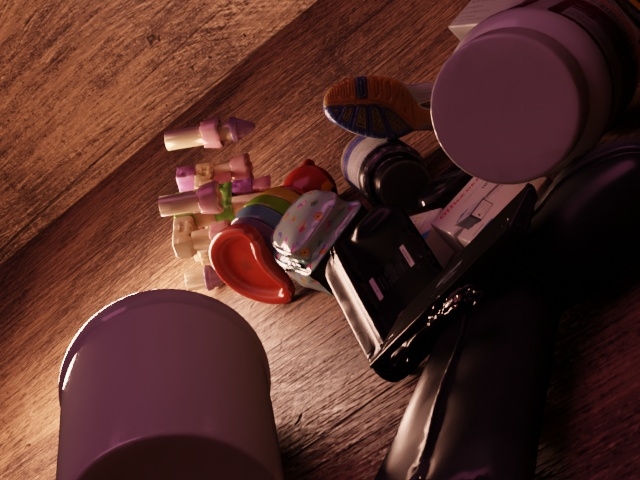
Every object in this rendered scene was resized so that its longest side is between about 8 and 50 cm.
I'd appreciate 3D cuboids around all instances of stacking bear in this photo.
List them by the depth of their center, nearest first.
[{"bbox_3d":[-0.066,-0.035,2.295,0.164,0.175,0.289,-10,31,46],"label":"stacking bear"}]

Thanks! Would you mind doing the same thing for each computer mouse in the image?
[{"bbox_3d":[0.281,-0.126,1.927,0.262,0.060,0.184,-43,13,-28],"label":"computer mouse"}]

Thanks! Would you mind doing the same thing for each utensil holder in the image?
[{"bbox_3d":[-0.216,0.295,1.723,0.327,0.327,0.385,-42,22,10],"label":"utensil holder"}]

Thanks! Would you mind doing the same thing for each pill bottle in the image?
[{"bbox_3d":[0.295,-0.210,1.644,0.224,0.224,0.392,-34,1,28],"label":"pill bottle"},{"bbox_3d":[0.117,-0.118,2.128,0.123,0.123,0.219,-45,21,2],"label":"pill bottle"}]

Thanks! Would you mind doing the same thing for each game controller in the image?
[{"bbox_3d":[0.103,0.069,1.807,0.166,0.067,0.319,-41,35,10],"label":"game controller"}]

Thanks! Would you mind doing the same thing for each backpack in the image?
[{"bbox_3d":[0.000,0.000,2.110,0.166,0.144,0.188,-57,20,-13],"label":"backpack"}]

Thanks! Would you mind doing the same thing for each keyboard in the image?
[{"bbox_3d":[0.156,0.071,1.494,0.317,0.033,0.201,-51,2,42],"label":"keyboard"}]

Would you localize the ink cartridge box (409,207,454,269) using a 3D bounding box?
[{"bbox_3d":[0.130,0.020,1.931,0.181,0.061,0.104,-16,37,52],"label":"ink cartridge box"}]

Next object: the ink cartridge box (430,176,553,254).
[{"bbox_3d":[0.262,-0.030,1.751,0.139,0.082,0.191,-48,22,-4],"label":"ink cartridge box"}]

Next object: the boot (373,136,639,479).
[{"bbox_3d":[0.245,0.117,1.398,0.367,0.146,0.445,-43,12,45],"label":"boot"}]

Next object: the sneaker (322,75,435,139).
[{"bbox_3d":[0.145,-0.228,2.150,0.131,0.296,0.112,175,95,-80],"label":"sneaker"}]

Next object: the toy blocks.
[{"bbox_3d":[-0.169,-0.070,2.526,0.260,0.309,0.288,-9,41,4],"label":"toy blocks"}]

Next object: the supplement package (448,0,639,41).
[{"bbox_3d":[0.391,-0.375,1.971,0.262,0.198,0.199,-49,20,-9],"label":"supplement package"}]

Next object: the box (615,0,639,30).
[{"bbox_3d":[0.466,-0.262,1.542,0.079,0.257,0.322,-40,22,14],"label":"box"}]
